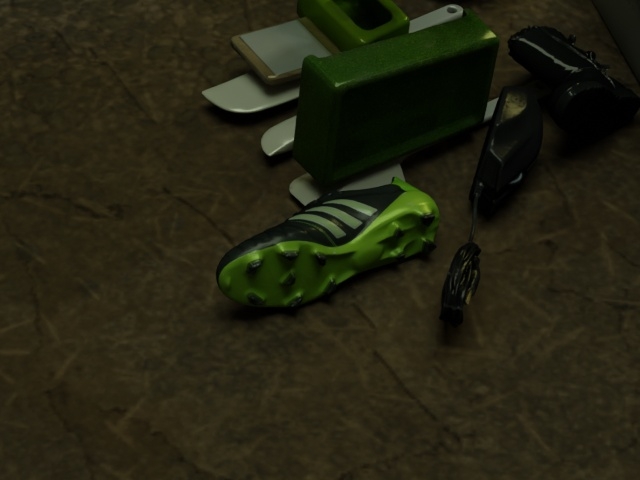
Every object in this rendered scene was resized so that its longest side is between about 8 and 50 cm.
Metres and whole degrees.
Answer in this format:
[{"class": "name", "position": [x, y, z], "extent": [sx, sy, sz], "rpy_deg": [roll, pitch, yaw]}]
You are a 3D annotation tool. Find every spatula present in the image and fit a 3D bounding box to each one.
[{"class": "spatula", "position": [0.053, -0.108, 1.475], "extent": [0.242, 0.019, 0.168], "rpy_deg": [-23, 47, -26]}]

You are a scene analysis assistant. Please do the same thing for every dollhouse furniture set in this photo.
[{"class": "dollhouse furniture set", "position": [0.025, -0.228, 1.365], "extent": [0.151, 0.301, 0.197], "rpy_deg": [-20, 49, -26]}]

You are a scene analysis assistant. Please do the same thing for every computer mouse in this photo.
[{"class": "computer mouse", "position": [0.126, -0.025, 1.353], "extent": [0.041, 0.071, 0.242], "rpy_deg": [19, 48, 2]}]

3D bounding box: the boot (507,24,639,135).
[{"class": "boot", "position": [0.183, -0.126, 1.441], "extent": [0.099, 0.045, 0.121], "rpy_deg": [44, 26, 25]}]

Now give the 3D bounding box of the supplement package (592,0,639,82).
[{"class": "supplement package", "position": [0.338, -0.221, 1.490], "extent": [0.203, 0.149, 0.194], "rpy_deg": [-10, 45, -9]}]

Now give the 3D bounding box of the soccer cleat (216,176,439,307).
[{"class": "soccer cleat", "position": [0.000, 0.000, 1.340], "extent": [0.179, 0.060, 0.072], "rpy_deg": [-17, 37, -25]}]
